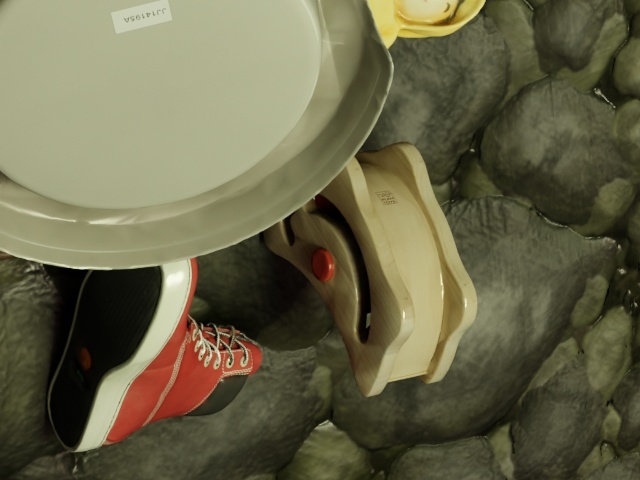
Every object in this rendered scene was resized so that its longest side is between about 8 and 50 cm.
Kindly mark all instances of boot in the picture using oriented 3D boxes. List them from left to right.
[{"bbox_3d":[-0.109,0.070,1.543,0.176,0.088,0.244,-11,146,-34],"label":"boot"}]

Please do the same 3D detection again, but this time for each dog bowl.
[{"bbox_3d":[-0.127,-0.134,1.316,0.348,0.102,0.349,-11,138,-10],"label":"dog bowl"}]

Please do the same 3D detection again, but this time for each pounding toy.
[{"bbox_3d":[0.000,0.000,1.558,0.155,0.269,0.154,-9,159,-33],"label":"pounding toy"}]

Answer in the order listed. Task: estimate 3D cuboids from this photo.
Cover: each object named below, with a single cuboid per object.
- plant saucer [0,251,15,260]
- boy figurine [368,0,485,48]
[{"bbox_3d":[-0.237,-0.055,1.447,0.168,0.029,0.168,-18,123,-29],"label":"plant saucer"},{"bbox_3d":[0.006,-0.190,1.496,0.285,0.092,0.177,-1,92,-32],"label":"boy figurine"}]
